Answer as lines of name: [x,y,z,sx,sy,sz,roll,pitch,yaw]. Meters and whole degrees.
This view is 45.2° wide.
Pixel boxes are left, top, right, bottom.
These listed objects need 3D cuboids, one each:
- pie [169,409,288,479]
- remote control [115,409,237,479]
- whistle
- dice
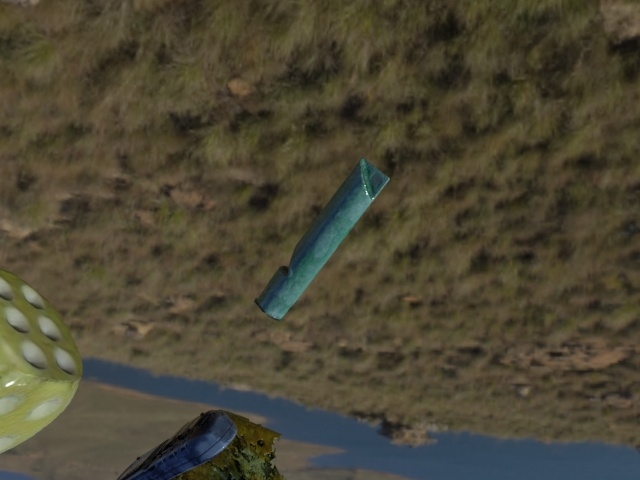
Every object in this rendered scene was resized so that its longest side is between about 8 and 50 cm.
pie: [-0.114,0.408,1.160,0.296,0.371,0.078,12,124,-49]
remote control: [-0.110,0.159,0.569,0.027,0.043,0.152,44,134,-7]
whistle: [0.000,0.000,0.779,0.039,0.039,0.186,24,110,-40]
dice: [-0.397,0.144,0.887,0.169,0.169,0.166,-37,158,4]
